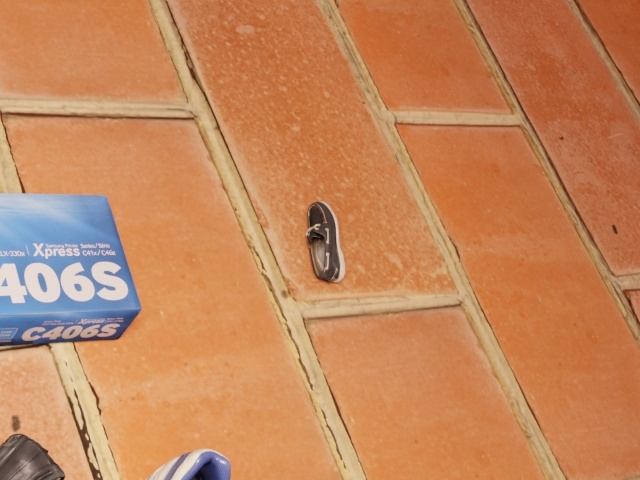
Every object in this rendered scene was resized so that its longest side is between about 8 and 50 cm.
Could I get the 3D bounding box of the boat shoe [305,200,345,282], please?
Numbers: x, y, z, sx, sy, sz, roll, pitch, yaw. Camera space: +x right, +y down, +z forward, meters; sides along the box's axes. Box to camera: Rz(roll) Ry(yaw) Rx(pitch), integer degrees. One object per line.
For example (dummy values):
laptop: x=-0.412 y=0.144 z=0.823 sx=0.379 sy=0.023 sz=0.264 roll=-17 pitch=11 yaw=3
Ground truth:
boat shoe: x=0.000 y=0.000 z=1.776 sx=0.038 sy=0.046 sz=0.125 roll=8 pitch=60 yaw=-38

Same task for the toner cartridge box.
toner cartridge box: x=-0.385 y=0.032 z=1.436 sx=0.348 sy=0.075 sz=0.165 roll=-1 pitch=56 yaw=-37

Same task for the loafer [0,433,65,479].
loafer: x=-0.330 y=0.282 z=1.273 sx=0.078 sy=0.076 sz=0.223 roll=33 pitch=39 yaw=1

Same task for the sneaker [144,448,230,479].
sneaker: x=-0.134 y=0.355 z=1.322 sx=0.112 sy=0.131 sz=0.296 roll=11 pitch=52 yaw=-33
